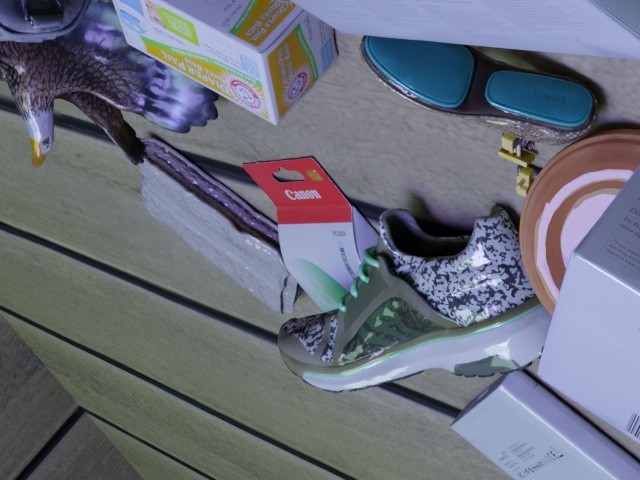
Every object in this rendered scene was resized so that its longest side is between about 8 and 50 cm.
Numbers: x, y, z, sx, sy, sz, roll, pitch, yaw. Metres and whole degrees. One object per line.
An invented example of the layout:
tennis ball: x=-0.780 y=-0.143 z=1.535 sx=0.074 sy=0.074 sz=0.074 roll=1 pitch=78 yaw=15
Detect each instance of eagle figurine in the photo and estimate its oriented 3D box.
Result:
eagle figurine: x=-0.298 y=-0.193 z=1.597 sx=0.226 sy=0.298 sz=0.225 roll=52 pitch=132 yaw=45

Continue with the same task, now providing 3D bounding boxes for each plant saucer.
plant saucer: x=0.255 y=0.008 z=1.151 sx=0.200 sy=0.037 sz=0.200 roll=12 pitch=113 yaw=30

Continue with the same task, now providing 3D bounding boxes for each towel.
towel: x=-0.138 y=-0.014 z=1.880 sx=0.282 sy=0.049 sz=0.187 roll=36 pitch=157 yaw=11

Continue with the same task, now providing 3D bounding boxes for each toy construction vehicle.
toy construction vehicle: x=0.201 y=-0.058 z=1.261 sx=0.086 sy=0.035 sz=0.098 roll=29 pitch=156 yaw=26

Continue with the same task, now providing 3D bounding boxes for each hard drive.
hard drive: x=0.339 y=0.308 z=1.722 sx=0.353 sy=0.047 sz=0.233 roll=39 pitch=158 yaw=5

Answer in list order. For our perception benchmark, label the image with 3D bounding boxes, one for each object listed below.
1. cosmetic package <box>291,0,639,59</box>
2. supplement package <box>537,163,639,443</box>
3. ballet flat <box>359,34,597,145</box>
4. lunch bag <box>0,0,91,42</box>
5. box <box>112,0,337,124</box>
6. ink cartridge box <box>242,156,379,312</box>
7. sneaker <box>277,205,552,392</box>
cosmetic package: x=0.033 y=-0.234 z=0.940 sx=0.284 sy=0.098 sz=0.377 roll=24 pitch=177 yaw=-36
supplement package: x=0.306 y=0.010 z=0.912 sx=0.199 sy=0.263 sz=0.198 roll=33 pitch=158 yaw=18
ballet flat: x=0.129 y=-0.124 z=1.161 sx=0.206 sy=0.073 sz=0.067 roll=22 pitch=165 yaw=7
lunch bag: x=-0.338 y=-0.312 z=1.296 sx=0.305 sy=0.212 sz=0.256 roll=10 pitch=103 yaw=49
box: x=-0.095 y=-0.220 z=1.340 sx=0.203 sy=0.103 sz=0.114 roll=30 pitch=156 yaw=24
ink cartridge box: x=0.000 y=0.000 z=1.679 sx=0.225 sy=0.056 sz=0.181 roll=48 pitch=157 yaw=-22
sneaker: x=0.096 y=0.048 z=1.504 sx=0.410 sy=0.158 sz=0.182 roll=-13 pitch=103 yaw=44
